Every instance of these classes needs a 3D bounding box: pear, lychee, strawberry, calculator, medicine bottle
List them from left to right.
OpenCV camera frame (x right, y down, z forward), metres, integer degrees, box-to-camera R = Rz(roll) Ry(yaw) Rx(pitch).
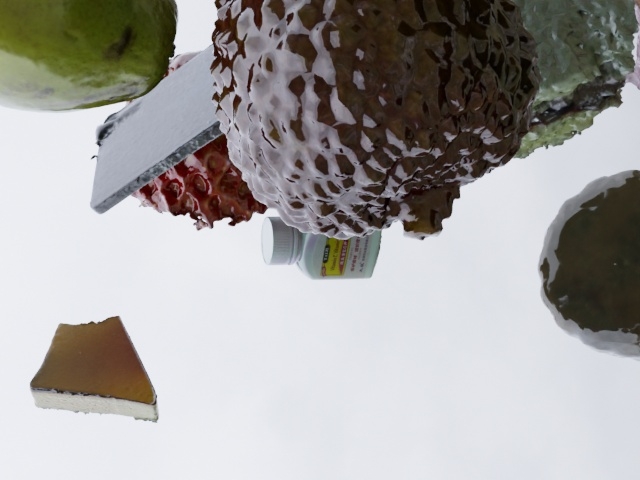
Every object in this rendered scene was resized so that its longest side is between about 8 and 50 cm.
[{"bbox_3d":[-0.251,-0.214,0.742,0.269,0.212,0.212,17,-122,-16],"label":"pear"},{"bbox_3d":[-0.130,-0.136,0.865,0.021,0.261,0.161,45,-156,-37],"label":"calculator"},{"bbox_3d":[-0.139,-0.142,1.031,0.234,0.234,0.178,-41,-31,-53],"label":"strawberry"},{"bbox_3d":[0.000,0.000,0.912,0.118,0.074,0.055,1,-149,-18],"label":"medicine bottle"},{"bbox_3d":[0.033,-0.128,0.639,0.236,0.236,0.271,-20,-91,-55],"label":"lychee"}]

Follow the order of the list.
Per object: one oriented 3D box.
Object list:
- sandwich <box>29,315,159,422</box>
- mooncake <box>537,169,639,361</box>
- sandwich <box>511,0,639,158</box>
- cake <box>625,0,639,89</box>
[{"bbox_3d":[-0.323,0.190,1.328,0.162,0.193,0.058,-78,-7,-46],"label":"sandwich"},{"bbox_3d":[0.378,0.034,1.017,0.124,0.228,0.228,28,-125,-46],"label":"mooncake"},{"bbox_3d":[0.181,-0.222,0.882,0.131,0.325,0.262,67,-178,-64],"label":"sandwich"},{"bbox_3d":[0.312,-0.056,0.480,0.295,0.112,0.116,50,172,22],"label":"cake"}]
